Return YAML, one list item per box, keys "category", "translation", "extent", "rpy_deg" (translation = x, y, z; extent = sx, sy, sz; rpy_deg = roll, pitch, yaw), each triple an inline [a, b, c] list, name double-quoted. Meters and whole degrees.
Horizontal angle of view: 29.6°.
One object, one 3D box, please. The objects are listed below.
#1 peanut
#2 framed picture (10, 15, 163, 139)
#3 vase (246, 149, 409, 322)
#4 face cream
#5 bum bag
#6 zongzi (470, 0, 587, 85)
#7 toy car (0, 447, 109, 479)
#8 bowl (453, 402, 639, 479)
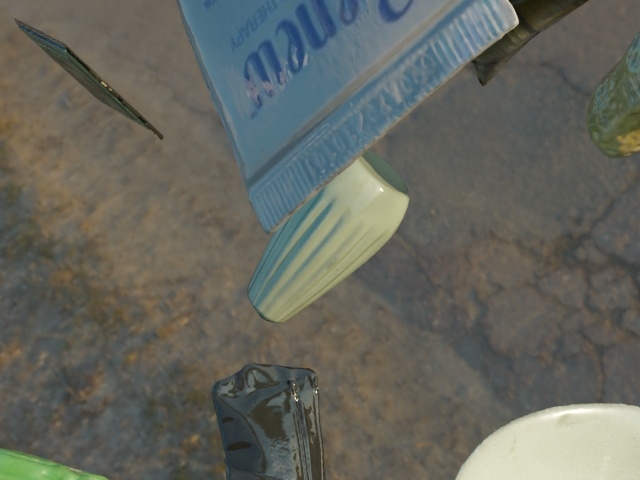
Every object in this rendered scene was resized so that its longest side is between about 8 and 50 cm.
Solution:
- category: "peanut"
  translation: [0.348, -0.159, 1.284]
  extent: [0.090, 0.214, 0.099]
  rpy_deg: [-8, 68, -17]
- category: "framed picture"
  translation: [-0.318, -0.221, 1.635]
  extent: [0.010, 0.199, 0.195]
  rpy_deg: [-52, 39, -7]
- category: "vase"
  translation: [0.000, 0.000, 1.523]
  extent: [0.248, 0.128, 0.128]
  rpy_deg: [-50, 24, 22]
- category: "face cream"
  translation: [-0.034, -0.241, 0.817]
  extent: [0.235, 0.137, 0.420]
  rpy_deg: [-38, 64, 35]
- category: "bum bag"
  translation: [-0.041, 0.245, 1.235]
  extent: [0.123, 0.060, 0.248]
  rpy_deg: [-2, 60, -16]
- category: "zongzi"
  translation: [0.220, -0.238, 1.077]
  extent: [0.286, 0.300, 0.138]
  rpy_deg: [-2, 59, 22]
- category: "toy car"
  translation: [-0.227, 0.278, 1.004]
  extent: [0.213, 0.359, 0.176]
  rpy_deg: [11, 46, 11]
- category: "bowl"
  translation: [0.308, 0.391, 1.211]
  extent: [0.434, 0.196, 0.435]
  rpy_deg: [8, 42, -7]
